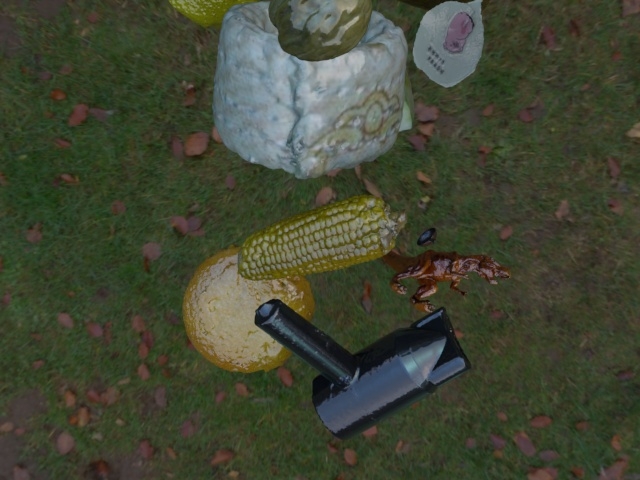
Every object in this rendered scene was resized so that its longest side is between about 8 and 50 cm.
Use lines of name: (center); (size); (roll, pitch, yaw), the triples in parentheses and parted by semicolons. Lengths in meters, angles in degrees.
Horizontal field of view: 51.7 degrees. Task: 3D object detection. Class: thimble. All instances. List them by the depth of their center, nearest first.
thimble: (-0.017, -0.234, 0.981); (0.292, 0.291, 0.195); (4, 121, -1)

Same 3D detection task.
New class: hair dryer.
hair dryer: (0.050, 0.153, 0.973); (0.244, 0.116, 0.302); (-37, 125, 20)

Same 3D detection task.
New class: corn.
corn: (0.000, 0.000, 0.938); (0.262, 0.097, 0.097); (-16, 99, 20)

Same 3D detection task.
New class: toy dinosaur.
toy dinosaur: (0.241, 0.077, 1.642); (0.432, 0.208, 0.097); (11, 133, 33)

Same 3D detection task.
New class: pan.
pan: (0.310, -0.001, 1.857); (0.068, 0.115, 0.023); (-45, 103, 2)

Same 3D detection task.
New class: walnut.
walnut: (0.001, -0.197, 0.564); (0.092, 0.092, 0.092); (0, 99, 0)

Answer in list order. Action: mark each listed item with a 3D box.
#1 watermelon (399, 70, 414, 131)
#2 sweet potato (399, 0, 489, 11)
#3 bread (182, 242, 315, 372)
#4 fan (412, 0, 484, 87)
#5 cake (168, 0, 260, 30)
watermelon: (0.119, -0.396, 1.715); (0.232, 0.193, 0.310); (-37, 140, 8)
sweet potato: (0.220, -0.626, 1.546); (0.370, 0.158, 0.157); (4, 99, -11)
bread: (-0.128, 0.115, 1.168); (0.240, 0.139, 0.239); (-2, 102, -7)
fan: (0.322, -0.479, 1.419); (0.182, 0.010, 0.310); (34, 96, -31)
cake: (-0.213, -0.527, 1.246); (0.179, 0.260, 0.156); (14, 144, -38)
